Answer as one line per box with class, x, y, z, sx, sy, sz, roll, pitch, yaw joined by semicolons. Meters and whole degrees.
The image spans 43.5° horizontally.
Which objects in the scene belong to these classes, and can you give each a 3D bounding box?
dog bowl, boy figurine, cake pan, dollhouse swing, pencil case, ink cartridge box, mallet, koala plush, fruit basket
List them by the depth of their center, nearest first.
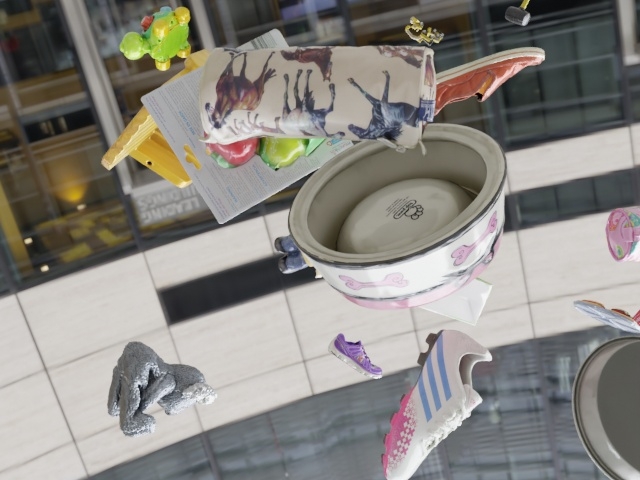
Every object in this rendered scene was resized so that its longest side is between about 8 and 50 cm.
pencil case;-0.006;-0.243;1.391;0.410;0.184;0.160;1;172;6
cake pan;0.596;0.305;1.431;0.293;0.293;0.054;-21;163;-19
dog bowl;0.153;-0.040;1.477;0.407;0.150;0.408;-16;-145;12
pencil case;0.755;-0.014;1.699;0.284;0.124;0.124;0;-162;-7
fruit basket;-0.153;-0.250;1.738;0.353;0.327;0.165;-33;174;-12
koala plush;-0.366;0.343;1.900;0.221;0.204;0.196;8;-174;-29
boy figurine;0.000;0.000;2.022;0.092;0.177;0.285;-8;172;-45
ink cartridge box;0.251;0.091;2.094;0.207;0.119;0.353;20;-175;-28
dollhouse swing;-0.354;-0.275;2.128;0.347;0.315;0.305;-43;-155;27
mallet;0.559;-0.672;2.158;0.062;0.190;0.039;24;-178;34

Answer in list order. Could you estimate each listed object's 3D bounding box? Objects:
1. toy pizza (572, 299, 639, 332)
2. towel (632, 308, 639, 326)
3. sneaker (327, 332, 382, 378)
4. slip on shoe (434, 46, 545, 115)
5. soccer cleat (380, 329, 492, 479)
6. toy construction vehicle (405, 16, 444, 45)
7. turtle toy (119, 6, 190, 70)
toy pizza;0.813;0.207;2.266;0.201;0.201;0.032;17;-100;57
towel;0.888;0.186;2.005;0.031;0.199;0.275;25;-161;-11
sneaker;0.101;0.300;2.080;0.071;0.170;0.068;-56;-160;-7
slip on shoe;0.403;-0.400;2.005;0.331;0.101;0.123;-20;-177;0
soccer cleat;0.233;0.338;1.593;0.143;0.331;0.116;18;171;30
toy construction vehicle;0.272;-0.546;2.122;0.035;0.098;0.086;-59;-178;1
turtle toy;-0.270;-0.336;1.327;0.066;0.095;0.130;35;-125;19
